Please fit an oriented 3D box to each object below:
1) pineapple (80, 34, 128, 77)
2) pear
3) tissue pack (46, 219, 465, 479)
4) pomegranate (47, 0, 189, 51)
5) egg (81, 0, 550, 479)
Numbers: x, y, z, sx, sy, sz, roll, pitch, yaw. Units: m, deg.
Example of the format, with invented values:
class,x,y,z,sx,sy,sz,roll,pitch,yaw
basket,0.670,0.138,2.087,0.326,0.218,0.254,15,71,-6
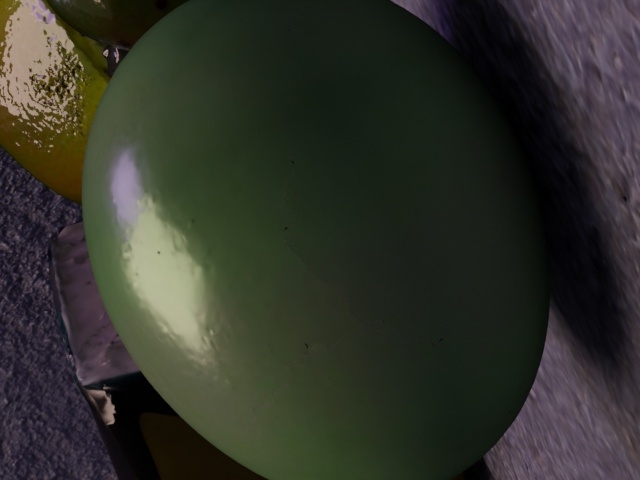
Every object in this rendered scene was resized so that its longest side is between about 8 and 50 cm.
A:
class,x,y,z,sx,sy,sz,roll,pitch,yaw
pineapple,-0.116,-0.174,1.391,0.165,0.165,0.364,-121,11,-47
pear,-0.246,-0.158,1.813,0.399,0.165,0.399,45,-170,-10
tissue pack,-0.032,0.159,1.412,0.253,0.264,0.416,-115,8,-55
pomegranate,-0.104,-0.235,1.175,0.187,0.187,0.225,-129,42,-64
egg,0.000,0.000,0.873,0.269,0.220,0.220,62,173,-8
